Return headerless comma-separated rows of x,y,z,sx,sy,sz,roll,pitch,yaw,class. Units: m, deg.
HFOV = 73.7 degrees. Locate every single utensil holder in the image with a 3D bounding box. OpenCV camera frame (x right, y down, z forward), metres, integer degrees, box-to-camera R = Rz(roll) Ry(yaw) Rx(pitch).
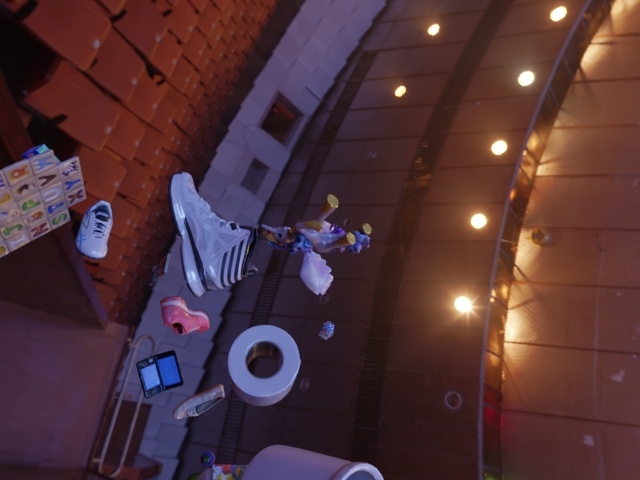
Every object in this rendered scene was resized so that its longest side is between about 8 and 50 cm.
-0.031,0.840,1.344,0.385,0.327,0.328,-9,-120,42,utensil holder

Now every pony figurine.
0.000,0.000,1.567,0.363,0.351,0.303,-18,-132,44,pony figurine

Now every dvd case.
-0.624,0.112,1.655,0.119,0.013,0.087,-33,-137,32,dvd case

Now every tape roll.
-0.201,0.442,1.505,0.169,0.245,0.246,107,-13,-58,tape roll

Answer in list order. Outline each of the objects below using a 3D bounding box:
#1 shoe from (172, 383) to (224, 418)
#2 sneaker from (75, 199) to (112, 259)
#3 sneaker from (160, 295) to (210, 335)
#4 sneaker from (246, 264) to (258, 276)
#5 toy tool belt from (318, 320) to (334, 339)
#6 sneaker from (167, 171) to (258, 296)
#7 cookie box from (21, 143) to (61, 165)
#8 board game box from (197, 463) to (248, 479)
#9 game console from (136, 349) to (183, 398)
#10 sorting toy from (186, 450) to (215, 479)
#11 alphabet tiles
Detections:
-0.484,0.653,1.701,0.218,0.077,0.058,-28,-134,-11,shoe
-0.644,-0.033,1.225,0.086,0.085,0.237,-56,-144,23,sneaker
-0.597,0.364,1.868,0.115,0.314,0.136,-18,-125,13,sneaker
-0.328,0.127,1.761,0.058,0.135,0.052,-110,-160,-56,sneaker
0.029,0.320,1.556,0.051,0.052,0.083,-65,172,29,toy tool belt
-0.354,-0.051,1.462,0.257,0.169,0.448,-16,-106,-4,sneaker
-0.946,-0.269,1.464,0.091,0.107,0.040,-5,-137,27,cookie box
-0.285,0.898,1.525,0.142,0.275,0.144,-47,-142,33,board game box
-0.521,0.433,1.385,0.071,0.107,0.122,-17,-93,32,game console
-0.579,1.159,1.944,0.126,0.126,0.366,102,6,-67,sorting toy
-0.746,-0.078,1.052,0.342,0.011,0.285,-42,169,-38,alphabet tiles
